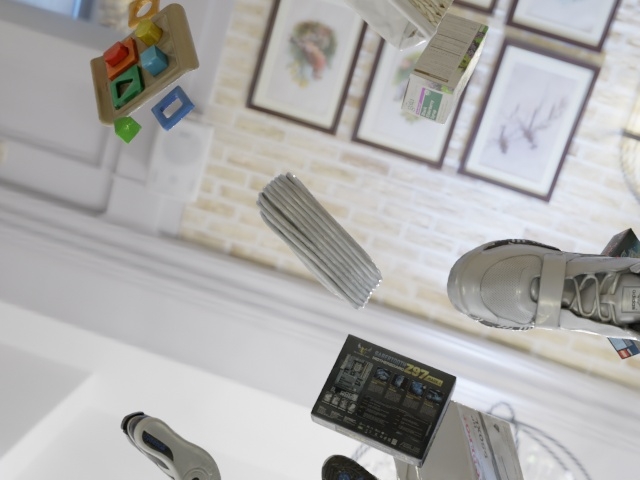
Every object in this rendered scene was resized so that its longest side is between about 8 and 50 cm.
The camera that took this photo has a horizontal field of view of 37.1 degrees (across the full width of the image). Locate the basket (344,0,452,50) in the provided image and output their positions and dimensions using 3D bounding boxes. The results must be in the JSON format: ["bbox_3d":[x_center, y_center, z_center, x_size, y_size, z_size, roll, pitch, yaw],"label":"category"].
[{"bbox_3d":[0.113,-0.389,1.460,0.167,0.103,0.113,38,168,-17],"label":"basket"}]

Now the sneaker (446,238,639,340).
[{"bbox_3d":[0.377,0.071,1.352,0.366,0.137,0.210,6,178,-17],"label":"sneaker"}]

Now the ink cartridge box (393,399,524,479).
[{"bbox_3d":[0.318,0.530,2.096,0.166,0.285,0.395,-21,155,22],"label":"ink cartridge box"}]

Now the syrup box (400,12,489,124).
[{"bbox_3d":[0.246,-0.340,1.874,0.096,0.093,0.236,21,-132,10],"label":"syrup box"}]

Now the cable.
[{"bbox_3d":[0.000,0.000,1.569,0.257,0.089,0.257,47,-179,6],"label":"cable"}]

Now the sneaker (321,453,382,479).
[{"bbox_3d":[0.072,0.391,1.411,0.211,0.080,0.081,48,176,-18],"label":"sneaker"}]

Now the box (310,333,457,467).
[{"bbox_3d":[0.122,0.305,1.830,0.233,0.183,0.059,20,154,14],"label":"box"}]

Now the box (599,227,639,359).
[{"bbox_3d":[0.578,0.096,1.801,0.159,0.044,0.233,55,-137,-3],"label":"box"}]

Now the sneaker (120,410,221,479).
[{"bbox_3d":[-0.274,0.383,1.739,0.217,0.079,0.121,52,158,-25],"label":"sneaker"}]

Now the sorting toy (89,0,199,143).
[{"bbox_3d":[-0.308,-0.306,1.609,0.047,0.196,0.347,44,-159,-48],"label":"sorting toy"}]
